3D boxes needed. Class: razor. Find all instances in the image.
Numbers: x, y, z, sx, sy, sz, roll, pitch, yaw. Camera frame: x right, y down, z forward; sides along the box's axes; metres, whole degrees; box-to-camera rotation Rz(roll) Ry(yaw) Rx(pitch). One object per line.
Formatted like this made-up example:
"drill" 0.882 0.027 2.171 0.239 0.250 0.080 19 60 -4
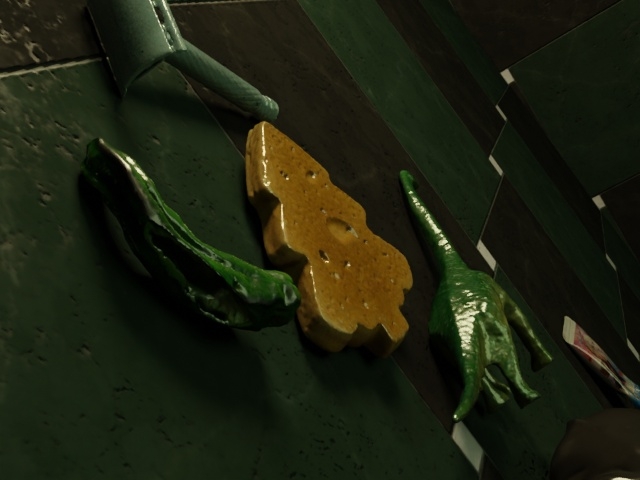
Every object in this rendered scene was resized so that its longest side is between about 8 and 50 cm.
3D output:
"razor" -0.104 -0.149 0.761 0.232 0.068 0.106 26 37 -61

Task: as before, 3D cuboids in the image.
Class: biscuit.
"biscuit" 0.000 0.000 0.770 0.239 0.041 0.212 57 28 4

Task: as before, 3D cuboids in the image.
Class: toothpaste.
"toothpaste" 0.493 0.238 1.411 0.266 0.061 0.096 48 24 -1

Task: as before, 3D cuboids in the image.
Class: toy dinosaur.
"toy dinosaur" 0.135 0.037 0.927 0.301 0.087 0.447 59 16 7

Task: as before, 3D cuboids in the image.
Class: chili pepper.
"chili pepper" -0.091 0.006 0.571 0.182 0.050 0.073 44 32 -19

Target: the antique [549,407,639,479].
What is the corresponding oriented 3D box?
"antique" 0.341 0.287 0.825 0.255 0.185 0.322 59 -7 -11
